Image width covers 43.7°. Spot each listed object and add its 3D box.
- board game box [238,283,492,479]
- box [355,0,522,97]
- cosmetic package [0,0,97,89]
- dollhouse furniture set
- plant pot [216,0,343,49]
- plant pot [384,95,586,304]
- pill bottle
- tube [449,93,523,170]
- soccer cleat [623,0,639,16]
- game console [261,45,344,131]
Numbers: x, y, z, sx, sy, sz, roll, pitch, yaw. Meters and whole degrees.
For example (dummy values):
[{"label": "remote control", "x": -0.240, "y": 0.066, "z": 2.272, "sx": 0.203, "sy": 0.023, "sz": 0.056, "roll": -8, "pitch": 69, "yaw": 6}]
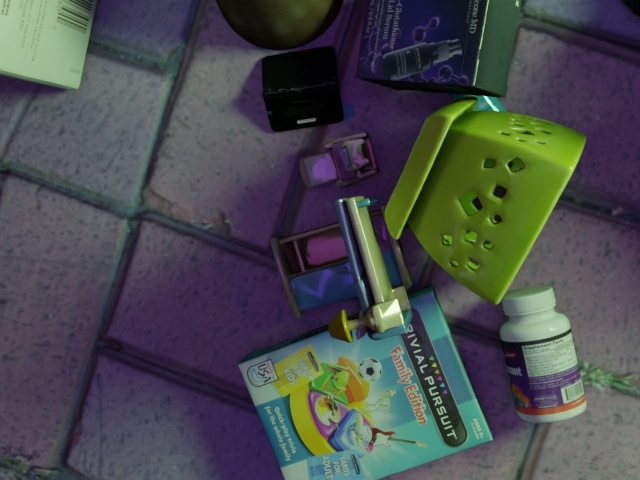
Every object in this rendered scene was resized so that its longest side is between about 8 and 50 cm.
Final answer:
[{"label": "board game box", "x": 0.071, "y": 0.250, "z": 1.288, "sx": 0.336, "sy": 0.079, "sz": 0.254, "roll": -22, "pitch": 92, "yaw": 9}, {"label": "box", "x": 0.171, "y": -0.298, "z": 1.168, "sx": 0.207, "sy": 0.108, "sz": 0.153, "roll": 11, "pitch": 97, "yaw": 37}, {"label": "cosmetic package", "x": -0.572, "y": -0.438, "z": 1.185, "sx": 0.393, "sy": 0.327, "sz": 0.330, "roll": 14, "pitch": 97, "yaw": 7}, {"label": "dollhouse furniture set", "x": 0.000, "y": 0.000, "z": 1.157, "sx": 0.198, "sy": 0.303, "sz": 0.286, "roll": -16, "pitch": 93, "yaw": 10}, {"label": "plant pot", "x": -0.078, "y": -0.405, "z": 1.171, "sx": 0.215, "sy": 0.230, "sz": 0.215, "roll": 1, "pitch": 96, "yaw": 7}, {"label": "plant pot", "x": 0.230, "y": -0.078, "z": 1.149, "sx": 0.207, "sy": 0.227, "sz": 0.228, "roll": 27, "pitch": 116, "yaw": 11}, {"label": "pill bottle", "x": 0.338, "y": 0.172, "z": 1.231, "sx": 0.108, "sy": 0.108, "sz": 0.194, "roll": -12, "pitch": 93, "yaw": 8}, {"label": "tube", "x": 0.274, "y": -0.171, "z": 1.242, "sx": 0.080, "sy": 0.052, "sz": 0.207, "roll": -35, "pitch": 95, "yaw": 22}, {"label": "soccer cleat", "x": 0.565, "y": -0.358, "z": 1.168, "sx": 0.318, "sy": 0.108, "sz": 0.116, "roll": 35, "pitch": 75, "yaw": 7}, {"label": "game console", "x": -0.028, "y": -0.244, "z": 1.290, "sx": 0.122, "sy": 0.071, "sz": 0.107, "roll": -8, "pitch": 124, "yaw": 9}]
